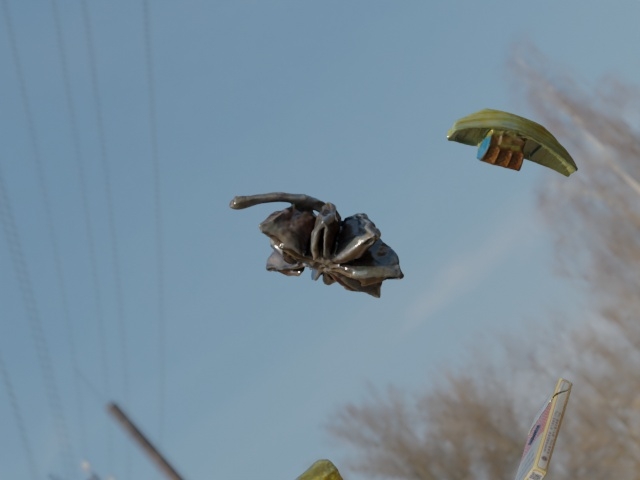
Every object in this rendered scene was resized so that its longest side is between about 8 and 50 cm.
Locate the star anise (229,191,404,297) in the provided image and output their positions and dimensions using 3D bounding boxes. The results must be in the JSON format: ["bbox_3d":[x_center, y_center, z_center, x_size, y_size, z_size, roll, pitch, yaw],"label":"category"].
[{"bbox_3d":[0.000,-0.001,2.001,0.231,0.209,0.089,48,-130,-38],"label":"star anise"}]

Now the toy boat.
[{"bbox_3d":[0.246,-0.121,1.982,0.065,0.172,0.066,135,147,-66],"label":"toy boat"}]

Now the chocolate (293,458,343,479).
[{"bbox_3d":[-0.056,0.282,1.425,0.219,0.085,0.085,-41,-17,-31],"label":"chocolate"}]

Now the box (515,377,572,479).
[{"bbox_3d":[0.142,0.132,1.008,0.083,0.012,0.046,-63,-3,-47],"label":"box"}]
